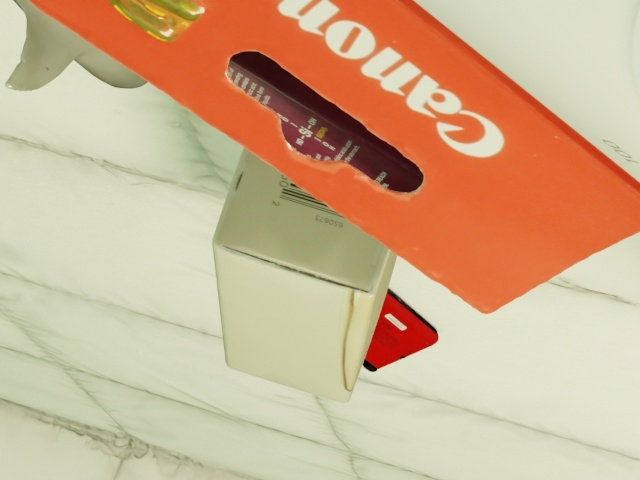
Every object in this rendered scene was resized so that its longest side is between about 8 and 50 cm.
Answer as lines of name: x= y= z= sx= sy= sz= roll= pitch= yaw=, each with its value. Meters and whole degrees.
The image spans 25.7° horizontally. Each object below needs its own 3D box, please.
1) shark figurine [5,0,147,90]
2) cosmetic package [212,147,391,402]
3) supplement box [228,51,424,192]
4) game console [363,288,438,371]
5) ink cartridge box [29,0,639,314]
shark figurine: x=-0.198 y=-0.153 z=0.863 sx=0.278 sy=0.116 sz=0.166 roll=29 pitch=158 yaw=-32
cosmetic package: x=0.000 y=0.000 z=1.021 sx=0.113 sy=0.160 sz=0.309 roll=17 pitch=162 yaw=5
supplement box: x=0.003 y=-0.101 z=0.771 sx=0.188 sy=0.104 sz=0.081 roll=31 pitch=160 yaw=-3
game console: x=0.030 y=0.063 z=1.398 sx=0.124 sy=0.085 sz=0.144 roll=-26 pitch=142 yaw=21
ink cartridge box: x=0.083 y=-0.079 z=0.550 sx=0.308 sy=0.091 sz=0.385 roll=34 pitch=140 yaw=-23
